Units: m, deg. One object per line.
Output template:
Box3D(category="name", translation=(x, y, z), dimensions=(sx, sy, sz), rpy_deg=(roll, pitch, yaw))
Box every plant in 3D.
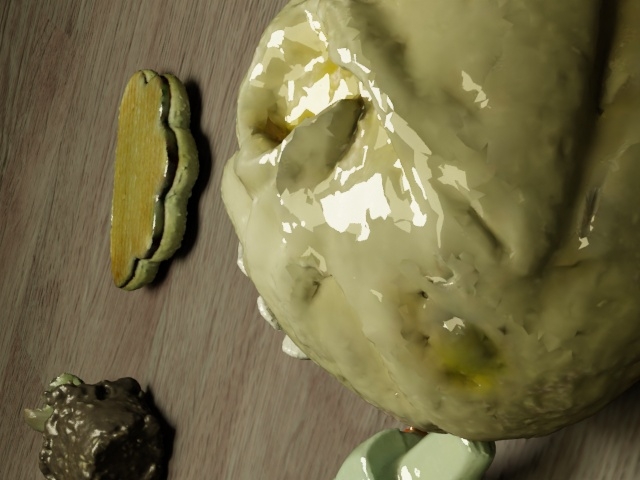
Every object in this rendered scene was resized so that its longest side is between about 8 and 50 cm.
Box3D(category="plant", translation=(-0.275, 0.235, 1.235), dimensions=(0.203, 0.142, 0.131), rpy_deg=(17, 108, 47))

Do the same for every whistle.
Box3D(category="whistle", translation=(0.057, 0.202, 0.768), dimensions=(0.102, 0.106, 0.253), rpy_deg=(46, 136, 12))

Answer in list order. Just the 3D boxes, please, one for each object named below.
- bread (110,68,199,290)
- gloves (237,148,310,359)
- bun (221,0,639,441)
Box3D(category="bread", translation=(-0.204, -0.080, 1.241), dimensions=(0.207, 0.056, 0.286), rpy_deg=(-6, 80, 59))
Box3D(category="gloves", translation=(-0.005, 0.000, 0.875), dimensions=(0.131, 0.140, 0.218), rpy_deg=(-168, 70, -84))
Box3D(category="bun", translation=(0.079, -0.058, 0.638), dimensions=(0.365, 0.219, 0.365), rpy_deg=(-10, 75, 42))
